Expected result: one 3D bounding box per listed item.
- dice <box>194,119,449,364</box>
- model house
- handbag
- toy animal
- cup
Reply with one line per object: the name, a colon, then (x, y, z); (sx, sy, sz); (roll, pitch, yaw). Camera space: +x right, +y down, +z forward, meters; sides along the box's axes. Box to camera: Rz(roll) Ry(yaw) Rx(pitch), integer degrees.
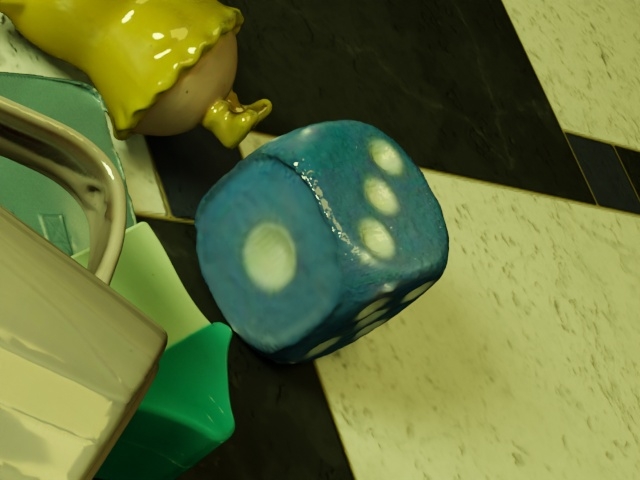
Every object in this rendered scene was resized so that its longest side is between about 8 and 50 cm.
dice: (0.000, 0.000, 1.089); (0.146, 0.143, 0.146); (-16, 73, -50)
model house: (-0.127, 0.084, 0.898); (0.149, 0.100, 0.127); (52, 34, 5)
handbag: (-0.225, -0.043, 0.946); (0.221, 0.057, 0.144); (4, 60, -48)
toy animal: (-0.140, -0.155, 1.083); (0.230, 0.156, 0.156); (39, 35, 0)
cup: (-0.230, 0.040, 0.704); (0.273, 0.208, 0.288); (35, 18, -5)
